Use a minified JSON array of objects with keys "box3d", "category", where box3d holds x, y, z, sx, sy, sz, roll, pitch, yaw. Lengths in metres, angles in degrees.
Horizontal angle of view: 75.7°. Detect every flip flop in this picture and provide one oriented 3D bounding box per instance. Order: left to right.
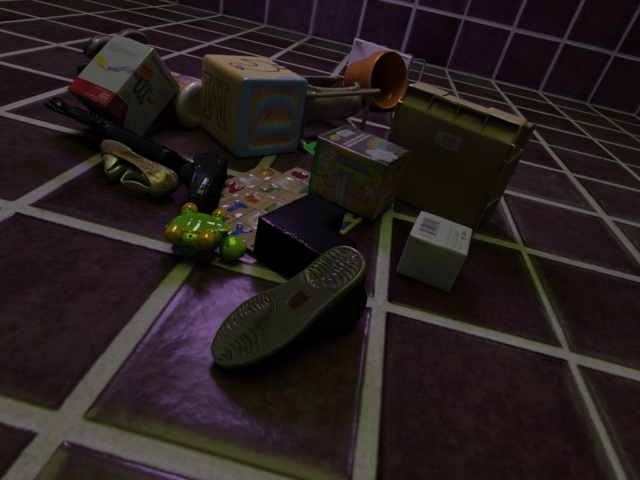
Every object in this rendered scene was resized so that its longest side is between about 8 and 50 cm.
[{"box3d":[-0.690,-0.659,1.420,0.080,0.112,0.277,39,31,-8],"category":"flip flop"}]

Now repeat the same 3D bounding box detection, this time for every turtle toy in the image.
[{"box3d":[-0.182,-0.004,0.654,0.130,0.066,0.095,12,33,-2],"category":"turtle toy"}]

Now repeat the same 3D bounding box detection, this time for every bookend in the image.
[{"box3d":[0.000,0.000,0.689,0.156,0.072,0.157,31,37,22],"category":"bookend"}]

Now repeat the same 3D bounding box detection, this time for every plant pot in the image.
[{"box3d":[0.199,-0.626,1.601,0.205,0.205,0.188,-15,28,-36],"category":"plant pot"}]

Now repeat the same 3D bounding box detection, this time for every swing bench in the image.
[{"box3d":[-0.014,-0.392,1.195,0.253,0.165,0.255,-18,44,-37],"category":"swing bench"}]

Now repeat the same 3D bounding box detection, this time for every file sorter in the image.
[{"box3d":[0.274,-0.713,1.744,0.278,0.192,0.173,33,35,27],"category":"file sorter"}]

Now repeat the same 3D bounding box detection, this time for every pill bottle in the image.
[{"box3d":[-0.405,-0.388,1.091,0.216,0.121,0.121,26,36,18],"category":"pill bottle"}]

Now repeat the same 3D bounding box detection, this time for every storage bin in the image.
[{"box3d":[0.283,-0.186,0.913,0.262,0.260,0.123,32,42,25],"category":"storage bin"}]

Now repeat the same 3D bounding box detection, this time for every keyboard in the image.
[{"box3d":[-0.421,-0.226,0.846,0.317,0.033,0.201,25,4,19],"category":"keyboard"}]

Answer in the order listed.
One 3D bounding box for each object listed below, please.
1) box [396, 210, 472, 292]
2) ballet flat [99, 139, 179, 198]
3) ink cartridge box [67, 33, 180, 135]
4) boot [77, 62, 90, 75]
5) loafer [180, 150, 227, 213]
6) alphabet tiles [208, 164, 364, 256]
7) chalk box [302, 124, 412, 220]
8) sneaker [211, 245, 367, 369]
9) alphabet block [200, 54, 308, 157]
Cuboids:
[{"box3d":[0.204,0.018,0.736,0.102,0.087,0.101,23,35,13],"category":"box"},{"box3d":[-0.366,-0.136,0.786,0.206,0.073,0.067,23,49,21],"category":"ballet flat"},{"box3d":[-0.444,-0.352,0.948,0.127,0.128,0.176,25,75,19],"category":"ink cartridge box"},{"box3d":[-0.635,-0.519,1.246,0.190,0.076,0.208,5,39,-38],"category":"boot"},{"box3d":[-0.226,-0.112,0.777,0.078,0.076,0.223,3,30,-7],"category":"loafer"},{"box3d":[-0.073,-0.071,0.841,0.285,0.011,0.342,27,36,20],"category":"alphabet tiles"},{"box3d":[0.062,-0.158,0.890,0.213,0.132,0.132,28,37,22],"category":"chalk box"},{"box3d":[-0.025,0.111,0.542,0.222,0.118,0.083,-32,51,-10],"category":"sneaker"},{"box3d":[-0.173,-0.341,1.040,0.193,0.193,0.197,-16,43,-39],"category":"alphabet block"}]
